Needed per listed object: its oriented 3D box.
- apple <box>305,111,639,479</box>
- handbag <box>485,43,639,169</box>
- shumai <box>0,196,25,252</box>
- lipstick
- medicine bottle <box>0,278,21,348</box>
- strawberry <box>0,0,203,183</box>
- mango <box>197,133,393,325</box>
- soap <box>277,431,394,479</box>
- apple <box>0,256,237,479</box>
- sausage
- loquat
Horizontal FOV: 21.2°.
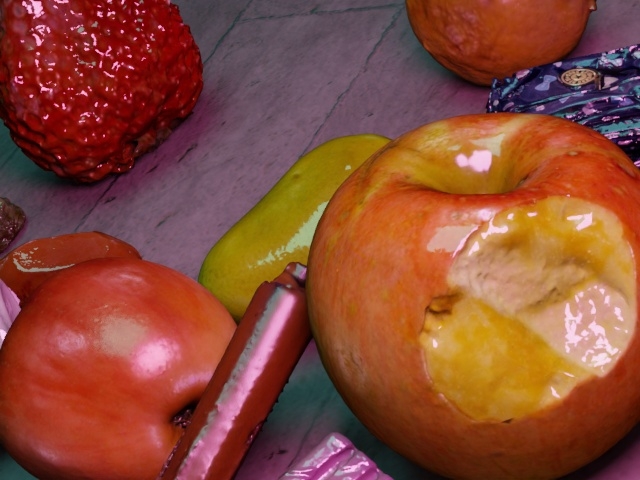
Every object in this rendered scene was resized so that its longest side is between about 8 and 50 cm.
[{"bbox_3d":[0.156,0.056,1.520,0.340,0.339,0.339,-16,33,11],"label":"apple"},{"bbox_3d":[0.297,-0.134,1.882,0.260,0.113,0.162,-12,41,17],"label":"handbag"},{"bbox_3d":[-0.448,-0.030,2.215,0.099,0.087,0.124,7,44,36],"label":"shumai"},{"bbox_3d":[-0.108,0.206,1.549,0.077,0.077,0.418,14,70,44],"label":"lipstick"},{"bbox_3d":[-0.450,0.166,1.861,0.293,0.170,0.170,-27,33,-2],"label":"medicine bottle"},{"bbox_3d":[-0.304,-0.263,2.222,0.267,0.351,0.312,1,33,19],"label":"strawberry"},{"bbox_3d":[0.008,0.001,1.835,0.185,0.149,0.273,26,62,41],"label":"mango"},{"bbox_3d":[-0.016,0.274,1.496,0.203,0.065,0.122,-38,64,-23],"label":"soap"},{"bbox_3d":[-0.189,0.143,1.675,0.241,0.242,0.242,15,49,42],"label":"apple"},{"bbox_3d":[-0.300,0.036,2.033,0.179,0.089,0.089,-13,33,-1],"label":"sausage"},{"bbox_3d":[0.213,-0.296,2.067,0.238,0.238,0.193,-14,13,14],"label":"loquat"}]
